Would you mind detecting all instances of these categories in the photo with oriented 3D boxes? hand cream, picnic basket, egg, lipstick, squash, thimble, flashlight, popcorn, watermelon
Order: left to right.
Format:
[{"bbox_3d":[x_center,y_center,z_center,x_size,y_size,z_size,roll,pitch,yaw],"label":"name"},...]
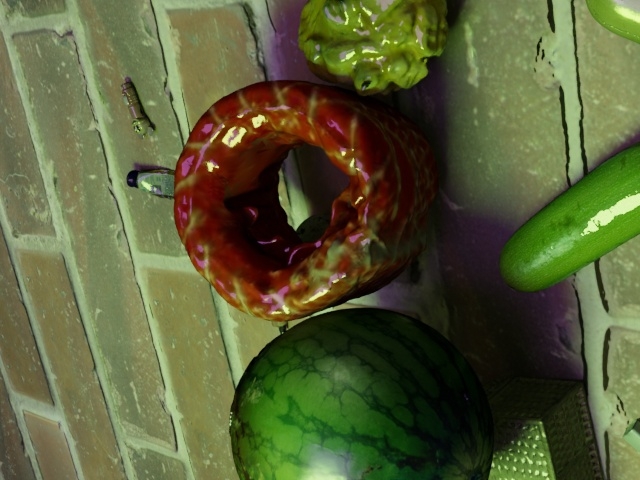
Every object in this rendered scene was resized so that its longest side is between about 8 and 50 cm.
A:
[{"bbox_3d":[-0.352,-0.245,1.622,0.052,0.031,0.110,-12,102,44],"label":"flashlight"},{"bbox_3d":[-0.304,-0.106,1.650,0.163,0.039,0.062,15,118,29],"label":"hand cream"},{"bbox_3d":[-0.022,-0.060,1.222,0.350,0.230,0.350,2,94,29],"label":"thimble"},{"bbox_3d":[0.000,0.000,1.395,0.110,0.085,0.085,-25,93,53],"label":"egg"},{"bbox_3d":[0.059,0.252,1.137,0.363,0.363,0.363,19,122,34],"label":"watermelon"},{"bbox_3d":[0.064,-0.295,1.134,0.218,0.169,0.189,17,121,30],"label":"popcorn"},{"bbox_3d":[0.303,0.310,1.248,0.154,0.134,0.196,-4,108,45],"label":"picnic basket"},{"bbox_3d":[0.352,-0.039,1.056,0.101,0.101,0.378,56,138,5],"label":"squash"},{"bbox_3d":[0.465,0.294,1.173,0.107,0.025,0.025,42,134,10],"label":"lipstick"},{"bbox_3d":[0.403,-0.236,0.929,0.250,0.083,0.083,32,129,23],"label":"squash"}]

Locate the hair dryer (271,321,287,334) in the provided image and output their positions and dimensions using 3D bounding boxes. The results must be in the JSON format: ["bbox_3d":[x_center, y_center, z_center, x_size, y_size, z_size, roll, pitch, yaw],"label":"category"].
[{"bbox_3d":[-0.083,0.091,1.539,0.117,0.064,0.182,4,121,39],"label":"hair dryer"}]
